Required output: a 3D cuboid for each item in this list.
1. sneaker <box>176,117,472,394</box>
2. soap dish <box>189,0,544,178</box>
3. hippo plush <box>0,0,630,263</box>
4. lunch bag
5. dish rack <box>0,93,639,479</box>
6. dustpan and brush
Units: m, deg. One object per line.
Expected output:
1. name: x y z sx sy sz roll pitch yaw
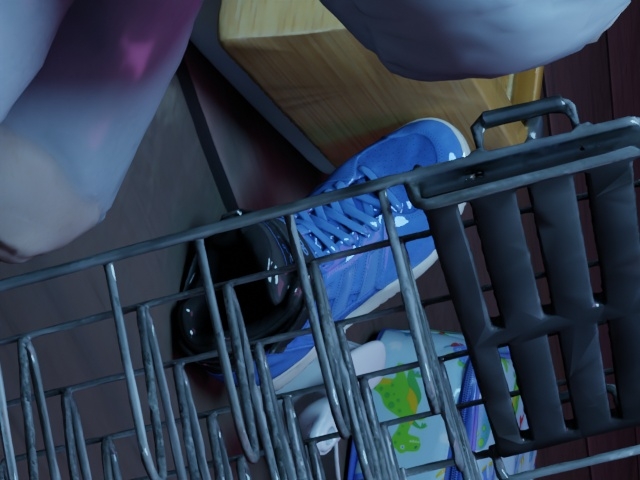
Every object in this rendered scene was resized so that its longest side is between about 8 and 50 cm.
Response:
1. sneaker: 0.001 0.001 0.812 0.152 0.058 0.084 -43 158 3
2. soap dish: 0.039 -0.153 0.874 0.291 0.118 0.229 41 57 -70
3. hippo plush: -0.007 -0.116 0.496 0.234 0.236 0.294 77 25 -50
4. lunch bag: 0.081 0.145 1.200 0.219 0.090 0.176 15 84 -73
5. dish rack: -0.015 0.060 0.513 0.208 0.271 0.074 66 10 -62
6. dustpan and brush: 0.003 0.071 0.932 0.211 0.060 0.147 -26 120 -72
